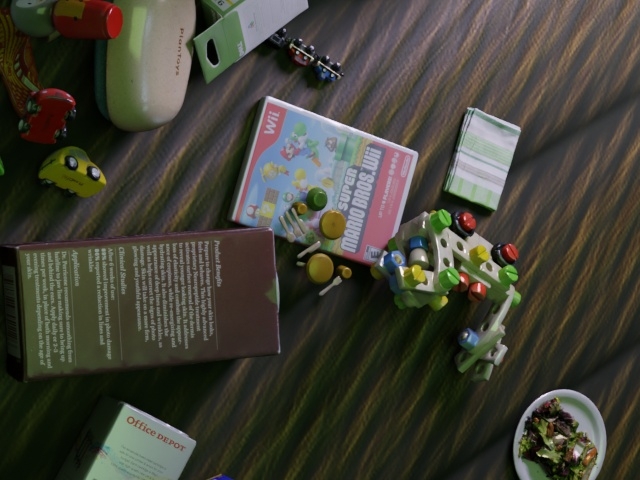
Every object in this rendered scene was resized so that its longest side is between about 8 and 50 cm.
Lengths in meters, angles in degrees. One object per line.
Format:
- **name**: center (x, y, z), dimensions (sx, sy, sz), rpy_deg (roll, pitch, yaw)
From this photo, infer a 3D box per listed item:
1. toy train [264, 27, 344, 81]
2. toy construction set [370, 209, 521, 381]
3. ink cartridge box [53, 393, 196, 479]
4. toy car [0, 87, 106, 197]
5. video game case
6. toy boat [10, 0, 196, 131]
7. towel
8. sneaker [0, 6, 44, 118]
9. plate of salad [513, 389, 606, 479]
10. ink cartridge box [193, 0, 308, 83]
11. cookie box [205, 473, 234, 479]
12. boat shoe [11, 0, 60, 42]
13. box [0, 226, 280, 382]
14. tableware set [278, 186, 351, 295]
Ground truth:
- **toy train**: center (-0.030, -0.292, 1.945), dimensions (0.158, 0.027, 0.036), rpy_deg (29, 82, -23)
- **toy construction set**: center (0.222, 0.075, 1.994), dimensions (0.328, 0.151, 0.215), rpy_deg (47, 38, -36)
- **ink cartridge box**: center (-0.287, 0.329, 1.783), dimensions (0.128, 0.127, 0.176), rpy_deg (33, 78, -22)
- **toy car**: center (-0.427, -0.126, 1.714), dimensions (0.224, 0.239, 0.053), rpy_deg (-11, 59, -2)
- **video game case**: center (0.008, -0.087, 1.970), dimensions (0.285, 0.025, 0.204), rpy_deg (18, 84, -24)
- **toy boat**: center (-0.287, -0.290, 1.710), dimensions (0.148, 0.318, 0.268), rpy_deg (10, 93, 18)
- **towel**: center (0.275, -0.137, 2.097), dimensions (0.113, 0.023, 0.152), rpy_deg (19, 83, -24)
- **sneaker**: center (-0.428, -0.242, 1.744), dimensions (0.064, 0.067, 0.175), rpy_deg (-13, 81, -18)
- **plate of salad**: center (0.424, 0.360, 2.166), dimensions (0.199, 0.048, 0.200), rpy_deg (-1, 92, -25)
- **ink cartridge box**: center (-0.118, -0.340, 1.850), dimensions (0.209, 0.109, 0.062), rpy_deg (-40, 65, -17)
- **cookie box**: center (-0.164, 0.390, 1.854), dimensions (0.091, 0.107, 0.040), rpy_deg (-19, 98, -25)
- **boat shoe**: center (-0.413, -0.431, 1.720), dimensions (0.103, 0.113, 0.302), rpy_deg (-36, 118, -24)
- **box**: center (-0.257, 0.084, 1.788), dimensions (0.381, 0.143, 0.191), rpy_deg (-3, 92, -24)
- **tableware set**: center (0.000, 0.000, 1.943), dimensions (0.104, 0.024, 0.154), rpy_deg (-35, 107, -21)
